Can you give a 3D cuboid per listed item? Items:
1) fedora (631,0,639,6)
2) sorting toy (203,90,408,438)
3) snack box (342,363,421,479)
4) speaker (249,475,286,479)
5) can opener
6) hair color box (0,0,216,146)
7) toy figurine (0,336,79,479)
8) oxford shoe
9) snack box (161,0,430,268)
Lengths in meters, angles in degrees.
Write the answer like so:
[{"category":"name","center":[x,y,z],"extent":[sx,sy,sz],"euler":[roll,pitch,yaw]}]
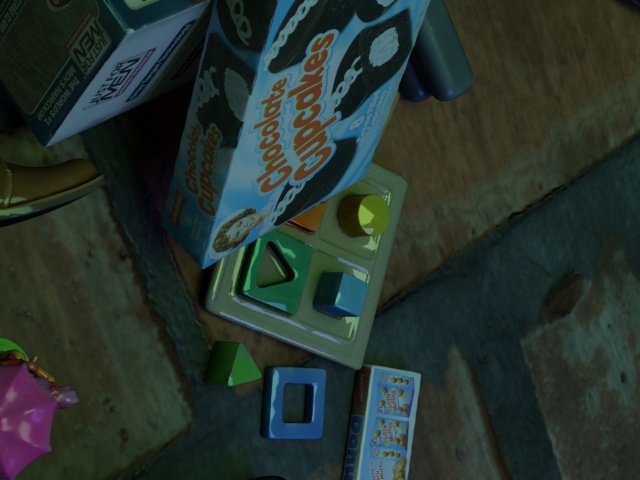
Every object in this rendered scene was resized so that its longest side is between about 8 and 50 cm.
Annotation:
[{"category":"fedora","center":[0.398,-0.384,1.817],"extent":[0.334,0.152,0.334],"euler":[-1,92,-42]},{"category":"sorting toy","center":[0.000,0.000,1.534],"extent":[0.196,0.047,0.348],"euler":[25,74,-39]},{"category":"snack box","center":[0.051,0.203,1.599],"extent":[0.064,0.022,0.178],"euler":[13,82,-40]},{"category":"speaker","center":[-0.034,0.270,1.503],"extent":[0.055,0.055,0.136],"euler":[-30,111,-38]},{"category":"can opener","center":[0.072,-0.263,1.577],"extent":[0.095,0.076,0.283],"euler":[-41,117,-33]},{"category":"hair color box","center":[-0.076,-0.210,1.363],"extent":[0.347,0.174,0.105],"euler":[-30,82,-38]},{"category":"toy figurine","center":[-0.232,0.120,1.252],"extent":[0.173,0.159,0.130],"euler":[-14,100,-42]},{"category":"oxford shoe","center":[-0.248,-0.043,1.298],"extent":[0.212,0.076,0.076],"euler":[-13,86,-42]},{"category":"snack box","center":[-0.009,-0.132,1.337],"extent":[0.187,0.060,0.322],"euler":[-30,154,-34]}]
